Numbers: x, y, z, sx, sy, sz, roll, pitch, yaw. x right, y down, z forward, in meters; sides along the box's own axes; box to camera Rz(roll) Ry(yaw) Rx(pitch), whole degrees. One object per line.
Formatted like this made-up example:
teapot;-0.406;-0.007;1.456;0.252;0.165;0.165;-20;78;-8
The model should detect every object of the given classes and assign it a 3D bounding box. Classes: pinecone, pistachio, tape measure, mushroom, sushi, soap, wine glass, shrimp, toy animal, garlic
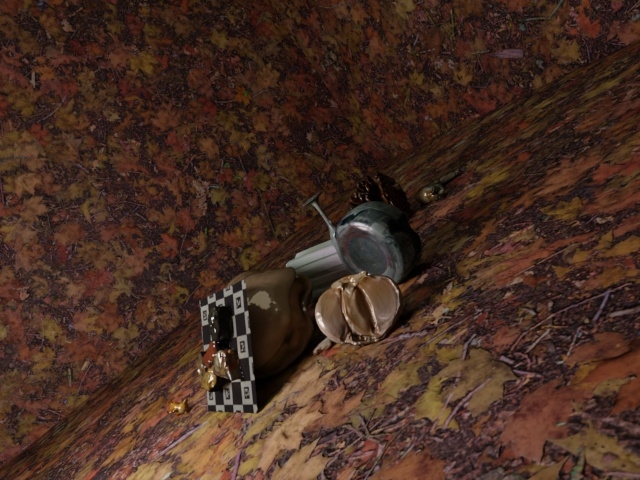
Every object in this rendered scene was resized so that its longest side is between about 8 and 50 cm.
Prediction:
pinecone;0.236;-0.158;2.117;0.264;0.264;0.264;-35;9;7
pistachio;-0.176;0.245;1.622;0.365;0.281;0.445;-47;29;2
tape measure;0.167;0.013;1.522;0.147;0.256;0.275;-43;6;-39
mushroom;0.020;0.289;1.420;0.101;0.019;0.049;-37;8;10
sushi;-0.305;0.321;1.479;0.064;0.359;0.343;3;-17;-35
soap;0.029;0.096;1.818;0.289;0.173;0.095;-23;15;37
wine glass;0.000;0.000;1.999;0.264;0.309;0.096;-40;9;-32
shrimp;0.494;-0.222;2.163;0.185;0.068;0.287;-20;8;47
toy animal;-0.482;0.562;1.719;0.060;0.081;0.083;-39;-10;-34
garlic;0.105;0.184;1.313;0.229;0.178;0.143;-17;-19;10

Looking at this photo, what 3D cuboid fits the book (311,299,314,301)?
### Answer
book;-0.043;0.213;2.018;0.138;0.016;0.199;-34;10;9
